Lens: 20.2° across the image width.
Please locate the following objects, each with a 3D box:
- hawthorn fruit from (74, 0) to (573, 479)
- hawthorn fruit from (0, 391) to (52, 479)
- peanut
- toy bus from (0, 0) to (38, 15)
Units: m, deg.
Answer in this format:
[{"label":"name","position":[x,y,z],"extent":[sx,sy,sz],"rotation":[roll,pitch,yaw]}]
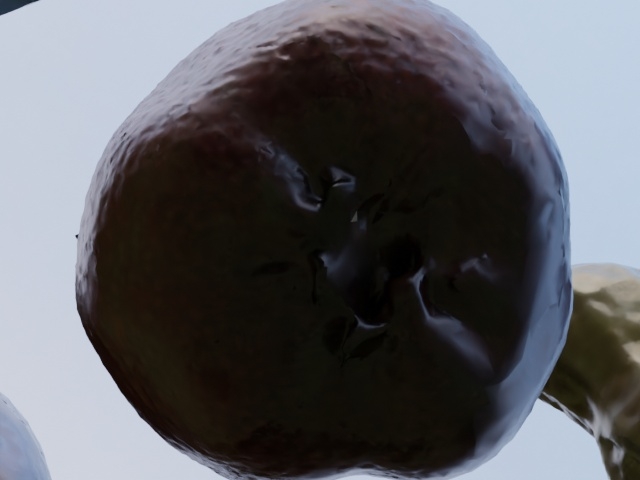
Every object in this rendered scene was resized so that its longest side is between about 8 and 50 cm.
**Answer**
[{"label":"hawthorn fruit","position":[0.000,0.000,0.600],"extent":[0.169,0.188,0.169],"rotation":[-1,-84,-9]},{"label":"hawthorn fruit","position":[-0.408,0.237,1.259],"extent":[0.472,0.472,0.471],"rotation":[11,-56,16]},{"label":"peanut","position":[0.246,0.112,1.259],"extent":[0.313,0.149,0.149],"rotation":[47,-37,46]},{"label":"toy bus","position":[-0.068,-0.198,0.373],"extent":[0.136,0.109,0.329],"rotation":[46,-41,18]}]
